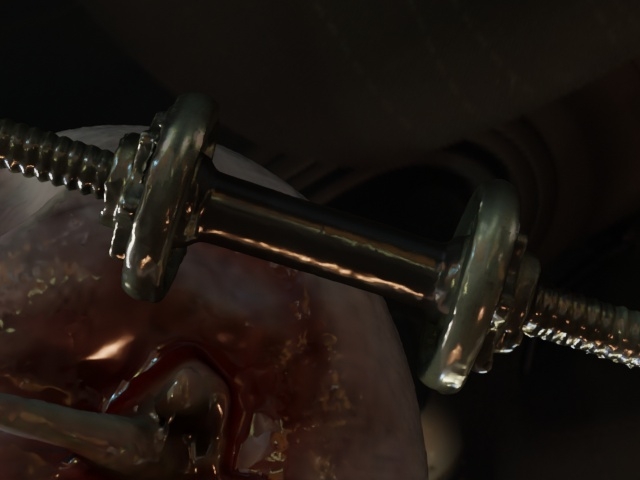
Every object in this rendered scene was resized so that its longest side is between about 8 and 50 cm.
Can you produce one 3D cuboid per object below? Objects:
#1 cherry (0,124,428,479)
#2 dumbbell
[{"bbox_3d":[-0.105,0.106,0.674,0.291,0.335,0.327,0,101,-25],"label":"cherry"},{"bbox_3d":[0.000,0.000,0.515,0.253,0.082,0.082,17,125,-1],"label":"dumbbell"}]
